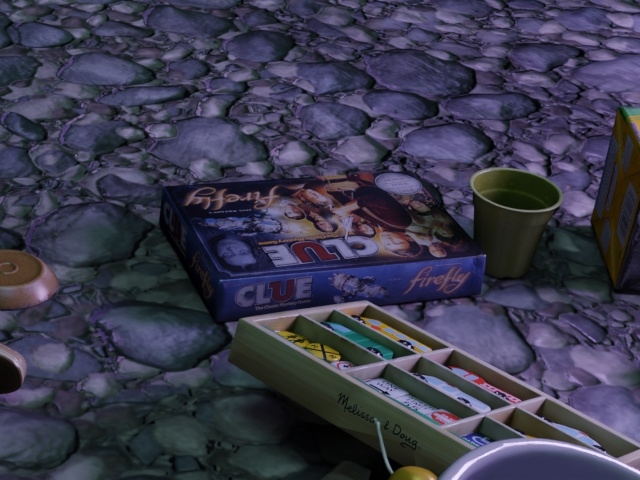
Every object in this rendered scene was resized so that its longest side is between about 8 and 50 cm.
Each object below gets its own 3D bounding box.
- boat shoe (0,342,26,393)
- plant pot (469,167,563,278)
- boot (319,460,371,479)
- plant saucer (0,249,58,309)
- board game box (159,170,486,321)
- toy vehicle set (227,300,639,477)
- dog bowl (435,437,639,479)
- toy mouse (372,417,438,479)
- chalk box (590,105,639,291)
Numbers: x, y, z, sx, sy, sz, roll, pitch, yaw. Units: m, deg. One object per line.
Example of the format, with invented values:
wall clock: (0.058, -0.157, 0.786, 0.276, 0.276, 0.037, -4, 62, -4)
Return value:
boat shoe: (-0.272, 0.074, 1.101, 0.135, 0.050, 0.045, 16, 35, 14)
plant pot: (0.167, -0.012, 1.336, 0.083, 0.079, 0.083, 6, 30, -4)
boot: (0.041, 0.192, 0.987, 0.119, 0.042, 0.087, 16, 38, 9)
plant saucer: (-0.256, 0.028, 1.224, 0.083, 0.015, 0.083, 6, 29, -3)
board game box: (0.000, 0.000, 1.311, 0.243, 0.042, 0.165, -5, 32, -22)
toy vehicle set: (0.085, 0.119, 1.080, 0.267, 0.035, 0.166, 27, 18, 30)
dog bowl: (0.137, 0.236, 0.766, 0.265, 0.104, 0.265, 23, 35, -17)
toy mouse: (0.035, 0.198, 0.935, 0.143, 0.031, 0.161, -29, 68, -30)
chalk box: (0.372, -0.030, 1.369, 0.213, 0.132, 0.132, 6, 29, -6)
